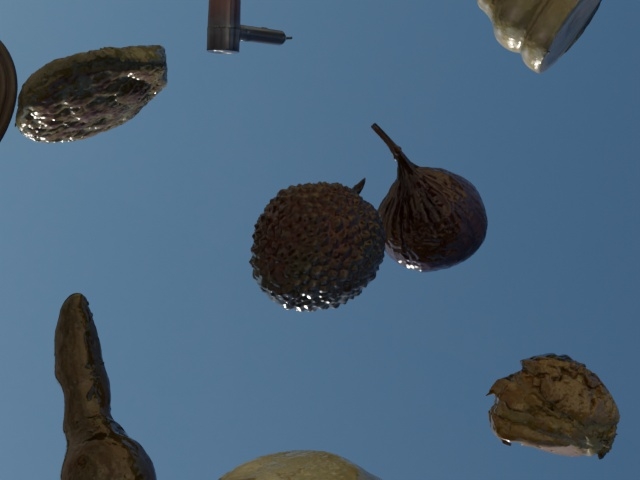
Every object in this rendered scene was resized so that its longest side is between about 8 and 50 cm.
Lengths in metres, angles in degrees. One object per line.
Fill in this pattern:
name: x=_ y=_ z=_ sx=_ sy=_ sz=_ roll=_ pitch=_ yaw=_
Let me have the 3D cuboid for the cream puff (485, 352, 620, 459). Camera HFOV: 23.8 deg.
cream puff: x=0.233 y=0.164 z=1.513 sx=0.133 sy=0.119 sz=0.104 roll=3 pitch=-107 yaw=37

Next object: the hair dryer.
hair dryer: x=-0.076 y=-0.238 z=1.703 sx=0.037 sy=0.114 sz=0.063 roll=2 pitch=-91 yaw=52

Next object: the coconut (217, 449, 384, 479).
coconut: x=-0.014 y=0.357 z=1.547 sx=0.237 sy=0.266 sz=0.237 roll=-12 pitch=-168 yaw=3

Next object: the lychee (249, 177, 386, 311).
lychee: x=0.000 y=0.000 z=1.840 sx=0.165 sy=0.165 sz=0.197 roll=-12 pitch=-138 yaw=42

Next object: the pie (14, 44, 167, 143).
pie: x=-0.260 y=-0.178 z=1.733 sx=0.193 sy=0.079 sz=0.163 roll=-16 pitch=168 yaw=-37

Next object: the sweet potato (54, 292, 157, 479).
sweet potato: x=-0.157 y=0.166 z=1.099 sx=0.074 sy=0.074 sz=0.270 roll=-27 pitch=-120 yaw=25

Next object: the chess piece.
chess piece: x=0.181 y=-0.309 z=1.665 sx=0.143 sy=0.261 sz=0.143 roll=-49 pitch=166 yaw=-17

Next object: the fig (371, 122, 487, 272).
fig: x=0.133 y=-0.063 z=1.956 sx=0.146 sy=0.201 sz=0.134 roll=-23 pitch=-149 yaw=-6

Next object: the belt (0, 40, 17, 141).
belt: x=-0.523 y=-0.125 z=1.885 sx=0.339 sy=0.217 sz=0.122 roll=-51 pitch=-167 yaw=-14
